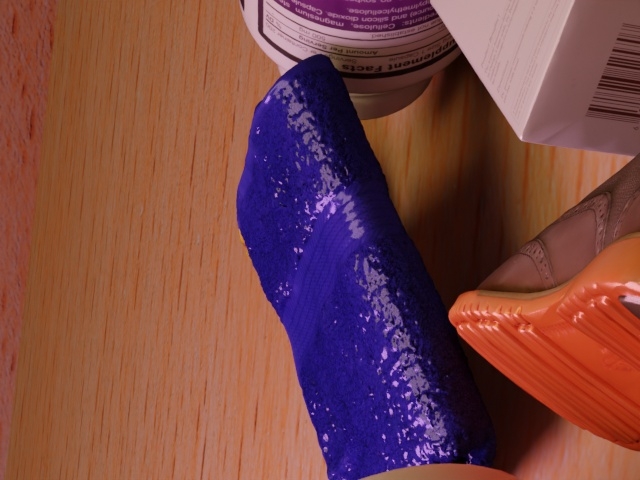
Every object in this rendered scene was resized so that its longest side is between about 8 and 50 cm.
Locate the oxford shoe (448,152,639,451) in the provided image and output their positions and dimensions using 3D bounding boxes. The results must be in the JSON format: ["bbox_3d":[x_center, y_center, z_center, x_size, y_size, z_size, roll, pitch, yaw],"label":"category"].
[{"bbox_3d":[0.175,0.025,0.929,0.132,0.130,0.364,-54,7,-14],"label":"oxford shoe"}]

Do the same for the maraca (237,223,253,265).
[{"bbox_3d":[0.000,0.000,1.396,0.185,0.099,0.127,47,128,32],"label":"maraca"}]

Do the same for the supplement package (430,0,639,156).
[{"bbox_3d":[0.149,-0.139,1.013,0.179,0.105,0.105,-113,34,-52],"label":"supplement package"}]

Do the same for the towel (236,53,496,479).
[{"bbox_3d":[0.018,0.055,1.190,0.227,0.076,0.308,100,151,-59],"label":"towel"}]

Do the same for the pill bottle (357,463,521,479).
[{"bbox_3d":[0.084,0.325,0.869,0.407,0.229,0.229,-103,28,-43],"label":"pill bottle"}]

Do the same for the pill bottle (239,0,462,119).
[{"bbox_3d":[0.032,-0.226,1.184,0.323,0.182,0.181,93,173,-59],"label":"pill bottle"}]
